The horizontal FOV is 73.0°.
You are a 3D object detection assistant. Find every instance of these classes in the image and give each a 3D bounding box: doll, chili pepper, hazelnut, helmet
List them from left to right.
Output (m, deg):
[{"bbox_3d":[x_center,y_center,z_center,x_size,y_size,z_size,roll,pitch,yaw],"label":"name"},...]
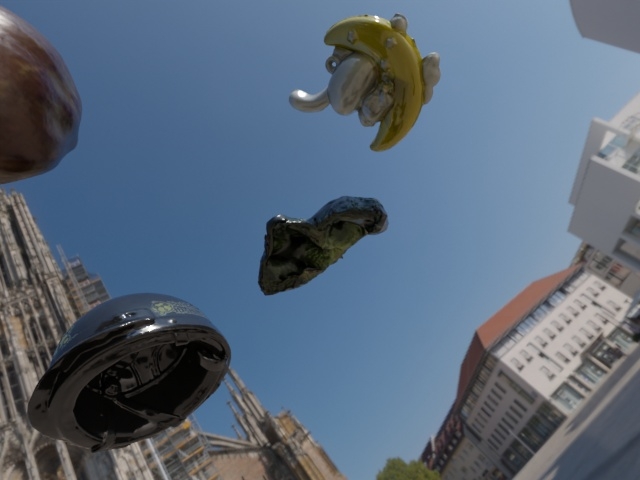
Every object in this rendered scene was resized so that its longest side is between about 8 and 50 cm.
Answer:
[{"bbox_3d":[-0.405,-0.160,0.510,0.218,0.233,0.218,-5,-39,-4],"label":"hazelnut"},{"bbox_3d":[-0.278,0.170,0.635,0.230,0.160,0.279,-52,-40,7],"label":"helmet"},{"bbox_3d":[-0.007,-0.004,0.779,0.265,0.116,0.148,-34,-12,13],"label":"chili pepper"},{"bbox_3d":[0.087,-0.293,0.803,0.252,0.237,0.111,-53,0,37],"label":"doll"}]
